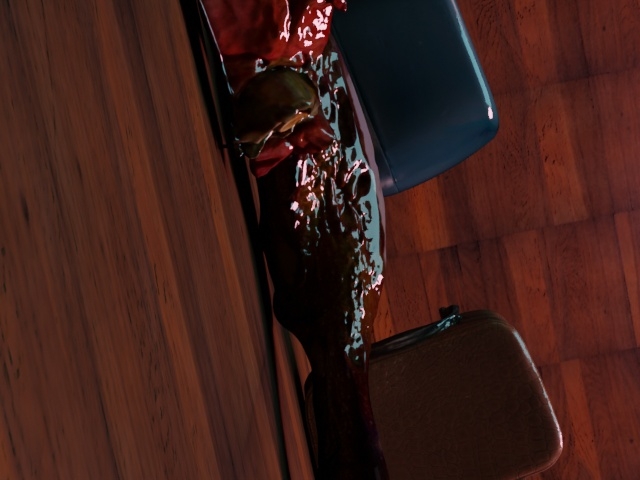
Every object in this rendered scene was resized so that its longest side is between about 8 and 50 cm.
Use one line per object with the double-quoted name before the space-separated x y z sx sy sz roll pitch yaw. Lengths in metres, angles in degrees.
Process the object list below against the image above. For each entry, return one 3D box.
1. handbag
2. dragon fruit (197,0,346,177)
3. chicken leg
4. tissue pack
"handbag" 0.085 0.137 1.198 0.072 0.193 0.151 -92 166 -83
"dragon fruit" -0.057 -0.130 0.928 0.092 0.122 0.192 -29 118 -46
"chicken leg" 0.000 0.000 1.039 0.158 0.096 0.407 63 17 -74
"tissue pack" 0.034 -0.135 1.339 0.287 0.206 0.198 -93 163 -84
